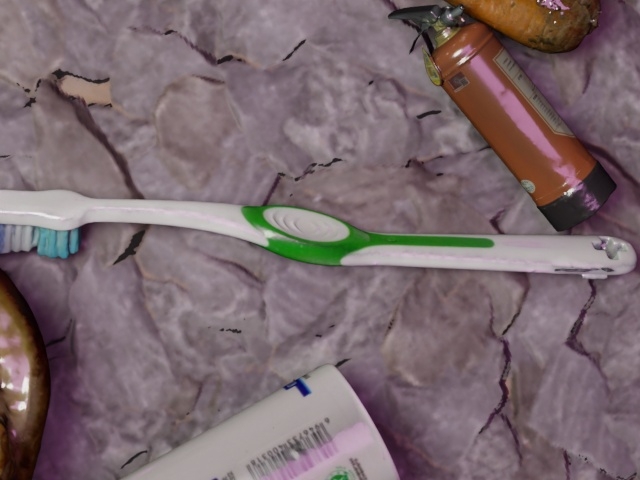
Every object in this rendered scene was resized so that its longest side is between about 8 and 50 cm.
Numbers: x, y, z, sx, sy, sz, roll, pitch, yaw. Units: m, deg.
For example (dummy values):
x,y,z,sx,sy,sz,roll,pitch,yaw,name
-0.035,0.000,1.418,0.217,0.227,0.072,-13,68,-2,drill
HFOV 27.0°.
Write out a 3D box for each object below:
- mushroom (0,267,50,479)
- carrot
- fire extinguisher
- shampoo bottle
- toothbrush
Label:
x,y,z,sx,sy,sz,roll,pitch,yaw,name
-0.258,0.098,0.704,0.253,0.153,0.253,15,65,-34,mushroom
0.091,-0.177,0.842,0.186,0.060,0.060,27,85,-3,carrot
0.113,-0.085,0.844,0.177,0.062,0.050,50,57,-7,fire extinguisher
-0.103,0.184,0.784,0.303,0.092,0.092,-29,94,-8,shampoo bottle
0.001,-0.004,0.829,0.418,0.042,0.040,2,128,-10,toothbrush
